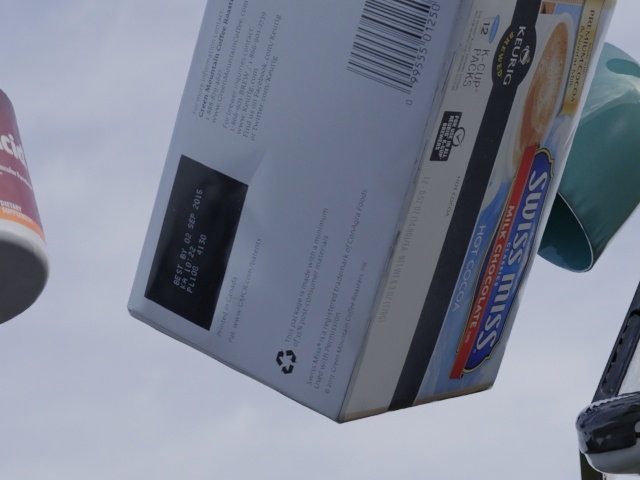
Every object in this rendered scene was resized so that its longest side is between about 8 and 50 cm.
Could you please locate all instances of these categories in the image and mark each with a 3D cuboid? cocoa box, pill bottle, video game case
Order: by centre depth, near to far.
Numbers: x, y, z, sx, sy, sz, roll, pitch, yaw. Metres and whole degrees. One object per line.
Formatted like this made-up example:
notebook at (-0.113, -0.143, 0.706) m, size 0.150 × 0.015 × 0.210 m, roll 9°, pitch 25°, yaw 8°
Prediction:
cocoa box at (0.040, -0.068, 1.359) m, size 0.228 × 0.231 × 0.347 m, roll -4°, pitch -66°, yaw -54°
video game case at (0.404, 0.203, 2.332) m, size 0.035 × 0.248 × 0.275 m, roll 19°, pitch -22°, yaw 18°
pill bottle at (-0.503, -0.092, 2.336) m, size 0.224 × 0.392 × 0.224 m, roll -14°, pitch -34°, yaw -9°

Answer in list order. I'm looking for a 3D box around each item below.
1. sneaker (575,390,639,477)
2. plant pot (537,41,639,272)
sneaker at (0.441, 0.262, 1.644) m, size 0.447 × 0.258 × 0.169 m, roll 3°, pitch -10°, yaw -28°
plant pot at (0.351, -0.141, 2.447) m, size 0.235 × 0.293 × 0.293 m, roll -44°, pitch -23°, yaw -12°
